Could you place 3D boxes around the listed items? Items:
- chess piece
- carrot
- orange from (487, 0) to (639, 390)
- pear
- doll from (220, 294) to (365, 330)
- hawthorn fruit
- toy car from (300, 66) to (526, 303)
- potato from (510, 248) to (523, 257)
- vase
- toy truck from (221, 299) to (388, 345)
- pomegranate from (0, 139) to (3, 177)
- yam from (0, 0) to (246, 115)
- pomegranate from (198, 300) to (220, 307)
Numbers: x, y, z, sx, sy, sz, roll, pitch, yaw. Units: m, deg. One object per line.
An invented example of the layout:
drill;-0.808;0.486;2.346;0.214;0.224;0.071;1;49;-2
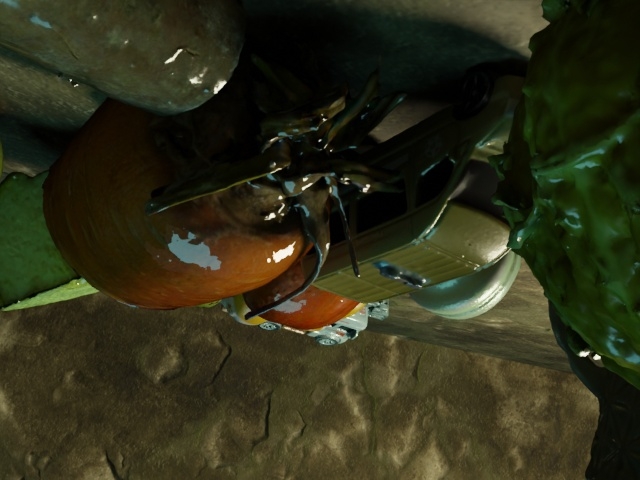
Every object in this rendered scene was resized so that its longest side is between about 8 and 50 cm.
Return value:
chess piece;0.090;-0.027;0.816;0.139;0.139;0.272;0;153;46
carrot;-0.092;-0.044;0.617;0.193;0.214;0.331;3;162;-37
orange;0.228;-0.015;0.350;0.300;0.223;0.301;21;165;11
pear;-0.277;-0.023;1.037;0.292;0.159;0.292;-17;172;-2
doll;-0.040;0.043;1.128;0.270;0.162;0.167;14;-163;-36
hawthorn fruit;0.000;0.000;0.929;0.225;0.196;0.196;-30;149;26
toy car;0.089;-0.030;0.621;0.101;0.124;0.257;22;153;-31
potato;0.241;-0.023;0.658;0.160;0.111;0.272;17;169;-37
vase;0.335;0.098;0.739;0.251;0.300;0.156;16;172;25
toy truck;-0.016;0.115;1.598;0.338;0.133;0.184;19;151;-27
pomegranate;-0.448;-0.073;0.873;0.179;0.210;0.179;-7;-173;1
yam;-0.153;-0.152;0.416;0.106;0.106;0.259;3;166;38
pomegranate;-0.156;0.046;1.022;0.073;0.084;0.073;12;-169;-2
